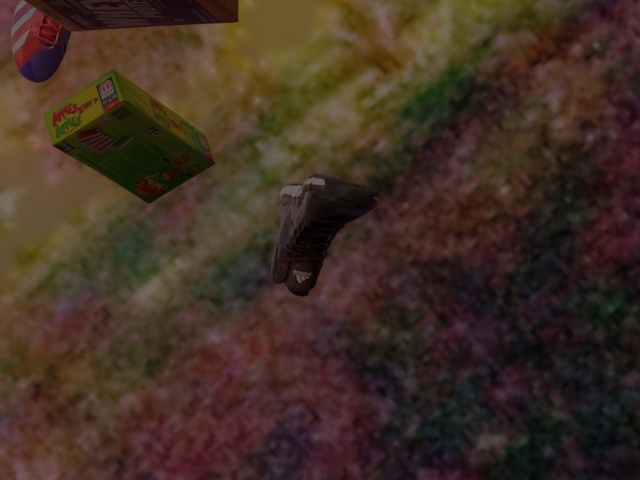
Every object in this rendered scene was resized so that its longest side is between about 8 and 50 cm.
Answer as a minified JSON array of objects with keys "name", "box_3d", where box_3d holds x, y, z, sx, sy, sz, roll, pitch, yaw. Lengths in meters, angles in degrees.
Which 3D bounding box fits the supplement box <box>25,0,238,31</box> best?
[{"name":"supplement box","box_3d":[-0.187,-0.323,1.545,0.191,0.194,0.129,-1,-8,15]}]

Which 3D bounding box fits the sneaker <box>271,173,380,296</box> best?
[{"name":"sneaker","box_3d":[0.000,0.000,2.193,0.281,0.106,0.163,168,116,-75]}]

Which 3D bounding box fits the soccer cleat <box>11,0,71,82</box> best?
[{"name":"soccer cleat","box_3d":[-0.347,-0.324,2.054,0.095,0.083,0.248,37,111,55]}]

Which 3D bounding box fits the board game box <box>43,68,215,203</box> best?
[{"name":"board game box","box_3d":[-0.198,-0.106,1.629,0.092,0.043,0.181,-30,-29,16]}]
